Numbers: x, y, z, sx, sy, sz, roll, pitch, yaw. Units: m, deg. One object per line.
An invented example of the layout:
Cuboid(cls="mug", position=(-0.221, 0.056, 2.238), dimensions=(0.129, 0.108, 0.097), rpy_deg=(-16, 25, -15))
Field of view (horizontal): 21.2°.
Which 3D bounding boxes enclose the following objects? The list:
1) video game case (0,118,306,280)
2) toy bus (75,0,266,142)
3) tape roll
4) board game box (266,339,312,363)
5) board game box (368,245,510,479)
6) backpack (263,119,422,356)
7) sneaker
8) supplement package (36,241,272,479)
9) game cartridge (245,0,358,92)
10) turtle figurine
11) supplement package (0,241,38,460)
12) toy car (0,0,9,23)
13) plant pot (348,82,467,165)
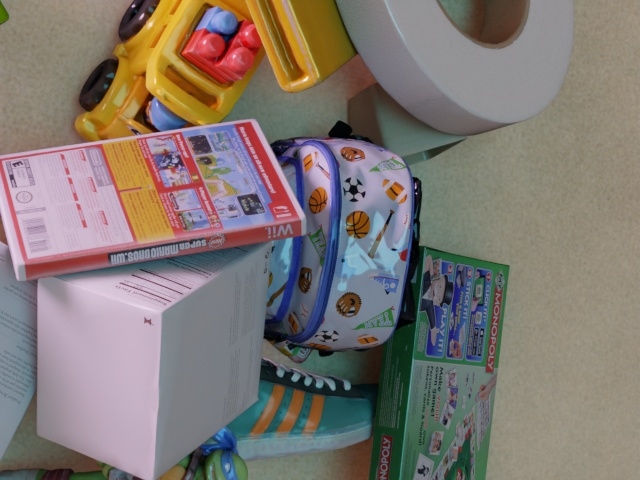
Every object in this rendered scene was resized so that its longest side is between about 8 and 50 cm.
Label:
Cuboid(cls="video game case", position=(-0.177, -0.045, 1.723), dimensions=(0.285, 0.204, 0.025), rpy_deg=(-10, 125, -13))
Cuboid(cls="toy bus", position=(-0.142, -0.180, 1.867), dimensions=(0.149, 0.211, 0.220), rpy_deg=(34, 78, -23))
Cuboid(cls="tape roll", position=(0.156, -0.317, 2.002), dimensions=(0.392, 0.072, 0.392), rpy_deg=(16, 67, -43))
Cuboid(cls="board game box", position=(-0.077, 0.024, 1.997), dimensions=(0.259, 0.039, 0.124), rpy_deg=(41, 74, -23))
Cuboid(cls="board game box", position=(0.142, 0.174, 2.038), dimensions=(0.213, 0.046, 0.317), rpy_deg=(12, 83, -57))
Cuboid(cls="backpack", position=(0.000, 0.000, 1.868), dimensions=(0.213, 0.263, 0.276), rpy_deg=(0, 91, -26))
Cuboid(cls="sneaker", position=(-0.050, 0.180, 1.967), dimensions=(0.302, 0.108, 0.121), rpy_deg=(-6, 97, -24))
Cuboid(cls="supplement package", position=(-0.168, 0.098, 1.728), dimensions=(0.203, 0.149, 0.194), rpy_deg=(-34, 136, -54))
Cuboid(cls="game cartridge", position=(-0.031, -0.327, 1.892), dimensions=(0.053, 0.323, 0.285), rpy_deg=(-19, 100, 18))
Cuboid(cls="turtle figurine", position=(-0.216, 0.303, 1.786), dimensions=(0.198, 0.266, 0.274), rpy_deg=(54, 29, -49))
Cuboid(cls="supplement package", position=(-0.414, 0.111, 1.722), dimensions=(0.199, 0.198, 0.262), rpy_deg=(35, 75, -39))
Cuboid(cls="toy car", position=(-0.451, -0.251, 1.789), dimensions=(0.188, 0.149, 0.155), rpy_deg=(-28, 100, 7))
Cuboid(cls="plant pot", position=(0.091, -0.140, 2.040), dimensions=(0.109, 0.109, 0.096), rpy_deg=(-17, 86, -24))
